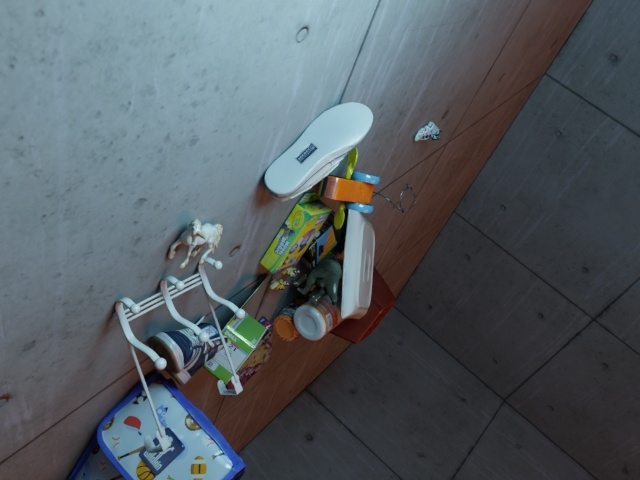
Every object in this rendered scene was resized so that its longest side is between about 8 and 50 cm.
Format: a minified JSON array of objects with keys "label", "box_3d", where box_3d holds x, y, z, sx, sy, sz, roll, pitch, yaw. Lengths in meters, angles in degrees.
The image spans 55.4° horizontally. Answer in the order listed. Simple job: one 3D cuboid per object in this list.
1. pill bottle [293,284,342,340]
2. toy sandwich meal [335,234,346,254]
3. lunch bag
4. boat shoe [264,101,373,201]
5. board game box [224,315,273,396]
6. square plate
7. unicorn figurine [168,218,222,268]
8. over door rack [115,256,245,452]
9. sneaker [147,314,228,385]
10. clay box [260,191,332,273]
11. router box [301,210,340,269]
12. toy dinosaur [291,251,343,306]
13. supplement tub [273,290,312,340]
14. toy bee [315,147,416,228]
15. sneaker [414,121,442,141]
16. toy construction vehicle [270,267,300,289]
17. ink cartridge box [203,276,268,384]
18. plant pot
[{"label":"pill bottle","box_3d":[0.019,0.226,1.976,0.216,0.121,0.121,-30,156,-50]},{"label":"toy sandwich meal","box_3d":[0.085,0.012,2.064,0.085,0.029,0.085,-45,164,-17]},{"label":"lunch bag","box_3d":[-0.392,0.558,1.470,0.385,0.328,0.239,-53,163,18]},{"label":"boat shoe","box_3d":[-0.001,-0.176,1.256,0.267,0.096,0.088,-46,168,-10]},{"label":"board game box","box_3d":[-0.245,0.392,2.016,0.208,0.056,0.347,-39,162,-21]},{"label":"square plate","box_3d":[0.127,0.080,1.950,0.344,0.049,0.347,28,66,-75]},{"label":"unicorn figurine","box_3d":[-0.229,0.000,1.122,0.111,0.060,0.162,-56,180,21]},{"label":"over door rack","box_3d":[-0.254,0.224,1.201,0.239,0.108,0.324,-29,118,-50]},{"label":"sneaker","box_3d":[-0.295,0.229,1.384,0.153,0.099,0.282,-42,166,-22]},{"label":"clay box","box_3d":[-0.053,-0.023,1.547,0.222,0.053,0.127,-55,164,23]},{"label":"router box","box_3d":[0.000,0.000,1.763,0.133,0.046,0.179,-46,164,-14]},{"label":"toy dinosaur","box_3d":[0.008,0.109,1.848,0.160,0.121,0.313,-49,-173,0]},{"label":"supplement tub","box_3d":[-0.066,0.256,2.054,0.190,0.117,0.117,-33,157,-49]},{"label":"toy bee","box_3d":[0.079,-0.118,1.545,0.298,0.162,0.195,34,79,-44]},{"label":"sneaker","box_3d":[0.344,-0.327,1.905,0.098,0.069,0.038,-42,163,-25]},{"label":"toy construction vehicle","box_3d":[-0.108,0.107,1.753,0.086,0.035,0.098,-43,165,17]},{"label":"ink cartridge box","box_3d":[-0.190,0.228,1.601,0.255,0.097,0.189,-51,180,8]},{"label":"plant pot","box_3d":[0.128,0.236,2.329,0.267,0.235,0.267,-56,163,20]}]
